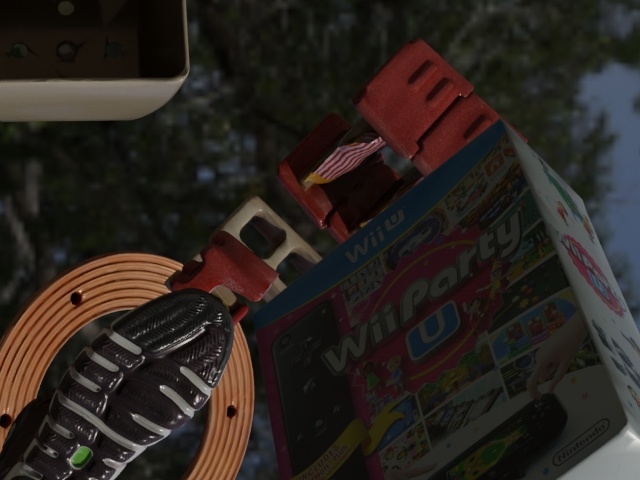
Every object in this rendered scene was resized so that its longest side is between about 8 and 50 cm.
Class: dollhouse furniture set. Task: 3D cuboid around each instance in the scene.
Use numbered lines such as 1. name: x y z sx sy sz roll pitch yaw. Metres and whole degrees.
1. dollhouse furniture set: 0.000 0.000 1.616 0.374 0.152 0.201 -47 -175 -31

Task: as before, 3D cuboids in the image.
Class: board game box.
1. board game box: 0.081 0.098 1.019 0.224 0.097 0.303 -39 -149 17

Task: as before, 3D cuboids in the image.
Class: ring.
1. ring: -0.207 0.177 1.753 0.336 0.336 0.032 -12 -166 -39

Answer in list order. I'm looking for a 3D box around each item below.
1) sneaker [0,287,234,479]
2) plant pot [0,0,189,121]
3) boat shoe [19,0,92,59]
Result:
1. sneaker: -0.193 0.132 1.449 0.106 0.281 0.162 41 -176 -20
2. plant pot: -0.119 -0.105 0.792 0.109 0.109 0.096 -1 163 -8
3. boat shoe: -0.123 -0.127 0.902 0.049 0.042 0.133 -21 -147 22
